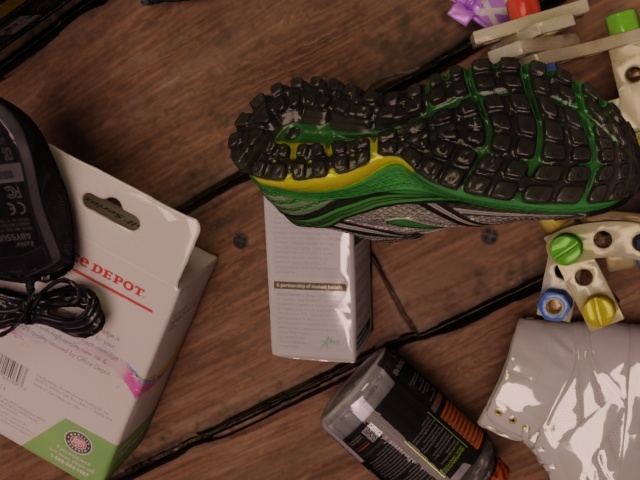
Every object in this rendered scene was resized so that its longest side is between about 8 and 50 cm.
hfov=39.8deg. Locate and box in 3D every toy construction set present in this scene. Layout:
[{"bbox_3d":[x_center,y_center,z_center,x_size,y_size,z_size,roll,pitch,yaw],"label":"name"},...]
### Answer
[{"bbox_3d":[0.267,-0.084,0.823,0.215,0.151,0.327,-14,108,24],"label":"toy construction set"}]

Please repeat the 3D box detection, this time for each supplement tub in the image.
[{"bbox_3d":[0.103,0.217,0.956,0.190,0.117,0.117,42,111,1],"label":"supplement tub"}]

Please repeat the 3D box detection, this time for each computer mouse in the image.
[{"bbox_3d":[-0.320,-0.031,0.902,0.189,0.072,0.272,1,116,14],"label":"computer mouse"}]

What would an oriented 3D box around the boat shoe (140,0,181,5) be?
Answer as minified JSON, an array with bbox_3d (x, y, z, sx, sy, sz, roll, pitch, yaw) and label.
[{"bbox_3d":[-0.166,-0.333,0.899,0.083,0.065,0.183,-6,104,14],"label":"boat shoe"}]

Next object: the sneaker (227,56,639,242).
[{"bbox_3d":[0.102,-0.067,0.771,0.344,0.146,0.134,5,64,24],"label":"sneaker"}]

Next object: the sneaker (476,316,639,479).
[{"bbox_3d":[0.247,0.223,0.921,0.169,0.108,0.292,5,89,15],"label":"sneaker"}]

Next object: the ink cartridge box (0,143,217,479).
[{"bbox_3d":[-0.257,0.076,1.007,0.207,0.119,0.353,28,111,7],"label":"ink cartridge box"}]

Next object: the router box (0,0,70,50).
[{"bbox_3d":[-0.382,-0.236,0.888,0.309,0.243,0.081,-28,97,19],"label":"router box"}]

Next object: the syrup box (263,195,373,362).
[{"bbox_3d":[0.000,0.000,0.934,0.096,0.093,0.236,3,105,14],"label":"syrup box"}]

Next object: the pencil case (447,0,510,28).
[{"bbox_3d":[0.193,-0.288,0.809,0.086,0.088,0.206,32,111,3],"label":"pencil case"}]
